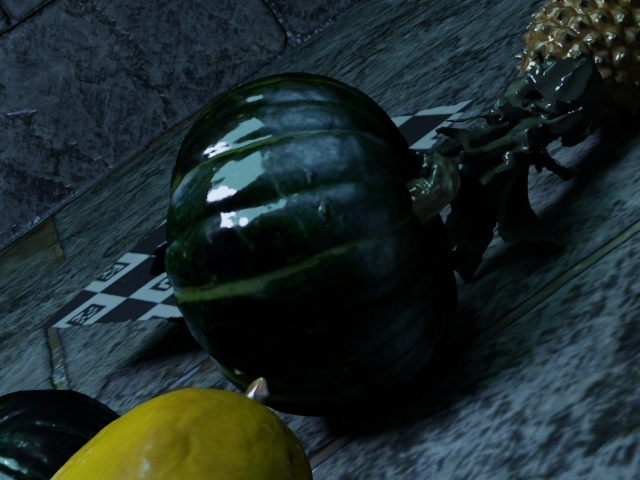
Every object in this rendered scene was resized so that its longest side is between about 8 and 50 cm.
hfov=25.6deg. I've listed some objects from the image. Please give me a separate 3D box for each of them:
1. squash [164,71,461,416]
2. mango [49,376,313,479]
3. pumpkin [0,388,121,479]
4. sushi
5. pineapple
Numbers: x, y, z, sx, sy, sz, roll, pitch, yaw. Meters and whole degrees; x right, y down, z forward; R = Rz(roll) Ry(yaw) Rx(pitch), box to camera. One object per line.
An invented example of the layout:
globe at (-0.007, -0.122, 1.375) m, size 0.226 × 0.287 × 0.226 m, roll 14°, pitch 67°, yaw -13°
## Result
squash at (-0.005, 0.003, 0.849) m, size 0.172 × 0.218 × 0.218 m, roll 4°, pitch 25°, yaw 13°
mango at (-0.105, 0.183, 0.668) m, size 0.176 × 0.119 × 0.317 m, roll -10°, pitch 36°, yaw 52°
pumpkin at (-0.194, 0.172, 0.838) m, size 0.202 × 0.140 × 0.202 m, roll -27°, pitch 18°, yaw 10°
sushi at (-0.044, 0.006, 1.282) m, size 0.320 × 0.069 × 0.339 m, roll -9°, pitch 27°, yaw 44°
pineapple at (0.163, -0.087, 0.994) m, size 0.130 × 0.119 × 0.277 m, roll 25°, pitch 48°, yaw 22°
